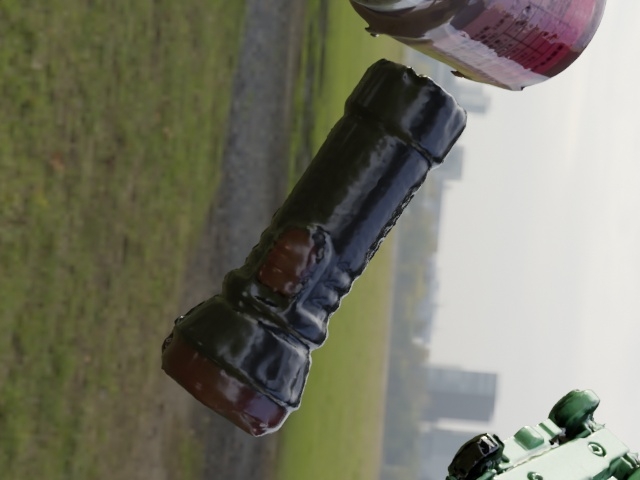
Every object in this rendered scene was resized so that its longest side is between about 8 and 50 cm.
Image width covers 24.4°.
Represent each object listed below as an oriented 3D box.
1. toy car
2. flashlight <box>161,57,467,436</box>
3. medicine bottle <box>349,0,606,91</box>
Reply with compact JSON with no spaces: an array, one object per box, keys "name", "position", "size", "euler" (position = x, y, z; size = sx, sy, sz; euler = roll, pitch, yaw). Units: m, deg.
[{"name":"toy car","position":[0.124,0.128,0.787],"size":[0.143,0.073,0.054],"euler":[-14,140,-52]},{"name":"flashlight","position":[0.000,0.000,0.873],"size":[0.232,0.093,0.093],"euler":[-56,175,-2]},{"name":"medicine bottle","position":[0.091,-0.200,1.044],"size":[0.247,0.147,0.147],"euler":[17,75,-51]}]
